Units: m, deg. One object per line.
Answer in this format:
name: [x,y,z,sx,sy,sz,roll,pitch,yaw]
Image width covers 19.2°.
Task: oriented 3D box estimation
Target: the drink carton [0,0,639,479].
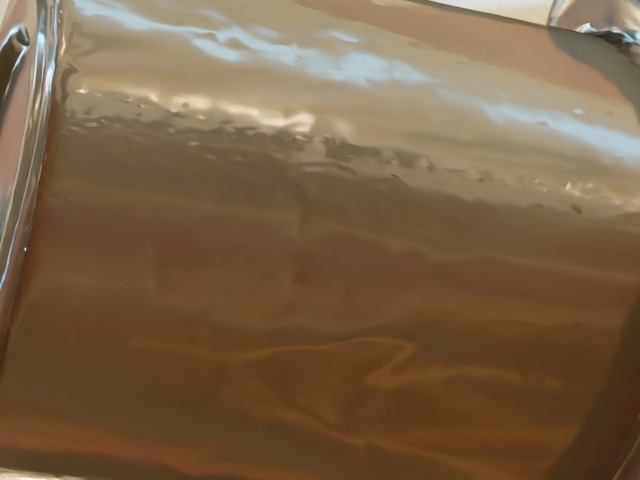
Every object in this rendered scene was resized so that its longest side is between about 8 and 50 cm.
drink carton: [0.000,0.000,0.528,0.190,0.191,0.185,13,-55,-19]
